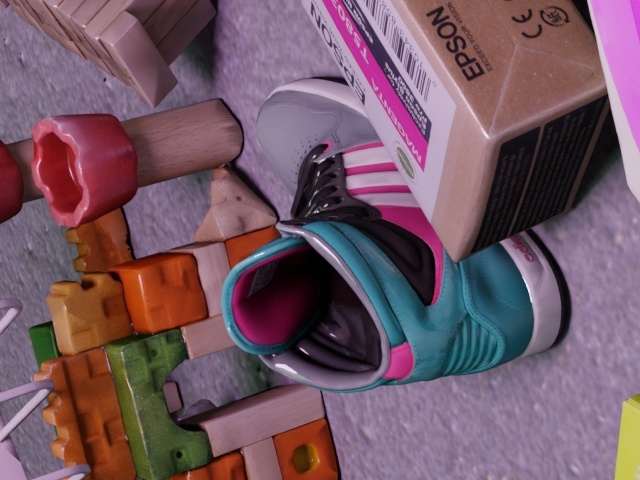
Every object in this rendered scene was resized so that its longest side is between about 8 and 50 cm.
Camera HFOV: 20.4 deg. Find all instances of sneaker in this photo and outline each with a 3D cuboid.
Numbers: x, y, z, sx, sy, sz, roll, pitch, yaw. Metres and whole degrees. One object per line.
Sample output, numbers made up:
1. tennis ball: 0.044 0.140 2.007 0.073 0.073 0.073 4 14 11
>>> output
1. sneaker: 0.000 0.000 1.171 0.295 0.178 0.124 42 136 39

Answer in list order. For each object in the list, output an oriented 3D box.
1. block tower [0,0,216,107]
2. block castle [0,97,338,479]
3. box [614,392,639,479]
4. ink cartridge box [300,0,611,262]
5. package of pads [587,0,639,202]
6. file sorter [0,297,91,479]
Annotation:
1. block tower: -0.228 -0.232 1.407 0.335 0.097 0.091 35 169 31
2. block castle: -0.172 0.121 1.452 0.303 0.212 0.453 -4 101 56
3. box: 0.210 0.155 0.996 0.042 0.109 0.178 31 129 44
4. ink cartridge box: 0.066 -0.129 1.038 0.235 0.088 0.193 60 168 18
5. package of pads: 0.221 -0.171 0.835 0.229 0.101 0.297 -7 99 57
6. file sorter: -0.310 0.091 1.277 0.173 0.192 0.278 -38 72 54
